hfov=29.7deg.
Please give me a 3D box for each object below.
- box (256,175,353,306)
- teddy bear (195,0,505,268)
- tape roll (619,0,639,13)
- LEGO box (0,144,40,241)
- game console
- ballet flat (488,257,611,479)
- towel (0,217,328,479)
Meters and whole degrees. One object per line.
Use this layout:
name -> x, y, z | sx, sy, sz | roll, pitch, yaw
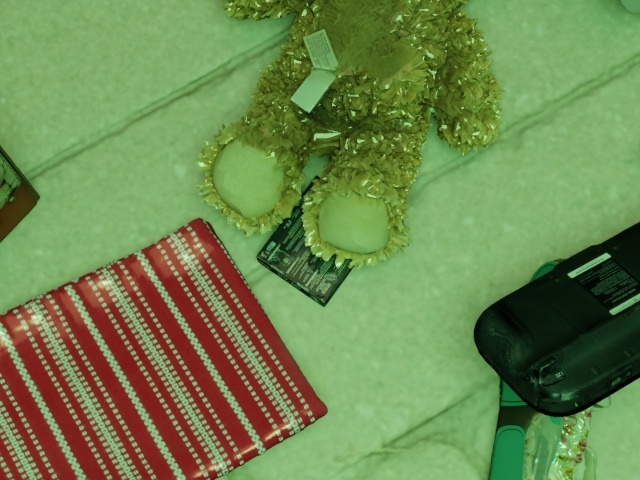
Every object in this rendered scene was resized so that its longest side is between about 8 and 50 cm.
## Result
box -> 0.000, 0.000, 0.955 | 0.067, 0.018, 0.083 | 33, 77, 10
teddy bear -> 0.033, -0.141, 0.952 | 0.245, 0.113, 0.338 | 2, 75, 10
tape roll -> 0.327, -0.289, 0.895 | 0.286, 0.286, 0.100 | -24, 74, -5
LEGO box -> -0.530, -0.069, 0.896 | 0.500, 0.193, 0.372 | 38, 78, 11
game console -> 0.266, 0.002, 0.853 | 0.361, 0.044, 0.213 | -27, 37, -16
ballet flat -> 0.172, 0.136, 0.892 | 0.077, 0.091, 0.241 | 19, 78, -25
towel -> -0.160, 0.110, 0.882 | 0.275, 0.031, 0.199 | -26, 64, -16
